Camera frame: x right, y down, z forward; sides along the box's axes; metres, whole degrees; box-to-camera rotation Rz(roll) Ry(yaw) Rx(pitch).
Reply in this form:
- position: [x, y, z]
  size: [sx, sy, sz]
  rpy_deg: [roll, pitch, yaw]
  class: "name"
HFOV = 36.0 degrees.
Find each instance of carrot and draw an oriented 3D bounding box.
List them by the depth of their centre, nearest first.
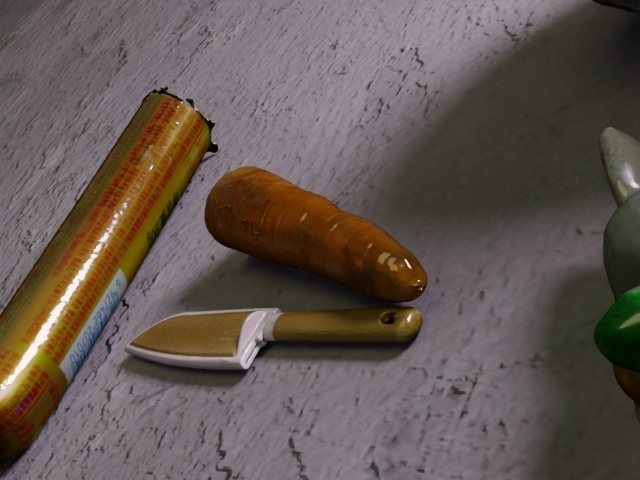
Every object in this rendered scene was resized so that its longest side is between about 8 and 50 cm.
- position: [0.000, 0.000, 0.610]
  size: [0.061, 0.061, 0.210]
  rpy_deg: [-47, 33, -14]
  class: "carrot"

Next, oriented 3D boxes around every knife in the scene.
- position: [-0.045, 0.059, 0.610]
  size: [0.256, 0.022, 0.046]
  rpy_deg: [-7, 46, 44]
  class: "knife"

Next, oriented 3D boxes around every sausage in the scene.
- position: [-0.183, 0.029, 0.760]
  size: [0.082, 0.082, 0.371]
  rpy_deg: [-13, 39, 38]
  class: "sausage"

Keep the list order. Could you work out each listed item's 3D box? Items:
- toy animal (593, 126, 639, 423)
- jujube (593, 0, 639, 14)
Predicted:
- position: [0.161, 0.026, 0.367]
  size: [0.138, 0.108, 0.236]
  rpy_deg: [8, 13, 0]
  class: "toy animal"
- position: [0.245, -0.237, 0.493]
  size: [0.317, 0.226, 0.226]
  rpy_deg: [-8, 41, 48]
  class: "jujube"
